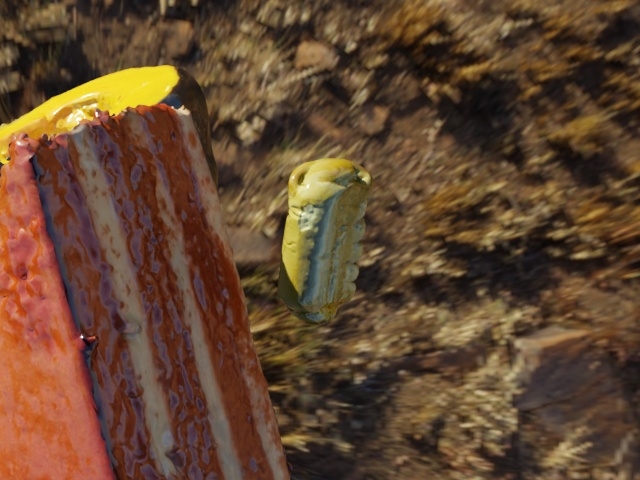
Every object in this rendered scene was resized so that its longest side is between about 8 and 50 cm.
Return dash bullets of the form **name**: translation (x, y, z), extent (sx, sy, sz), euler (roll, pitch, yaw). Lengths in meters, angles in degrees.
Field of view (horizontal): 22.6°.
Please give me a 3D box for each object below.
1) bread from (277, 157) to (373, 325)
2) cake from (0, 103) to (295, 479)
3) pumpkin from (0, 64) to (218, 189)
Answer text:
- **bread**: translation (0.000, 0.000, 0.817), extent (0.049, 0.034, 0.088), euler (-15, 121, -42)
- **cake**: translation (-0.121, 0.072, 0.798), extent (0.160, 0.158, 0.262), euler (-10, 98, 31)
- **pumpkin**: translation (-0.222, -0.005, 1.465), extent (0.325, 0.242, 0.232), euler (-29, 109, -18)
